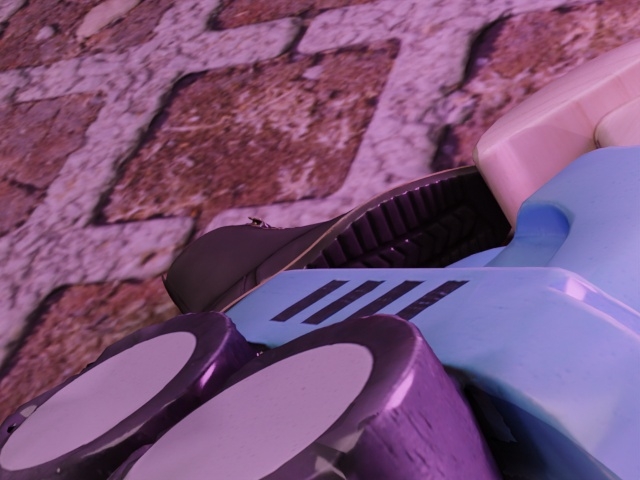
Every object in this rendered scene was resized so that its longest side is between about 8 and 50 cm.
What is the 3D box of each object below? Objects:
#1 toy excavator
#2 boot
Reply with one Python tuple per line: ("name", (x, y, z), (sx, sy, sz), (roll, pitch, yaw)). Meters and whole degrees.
("toy excavator", (0.104, 0.050, 0.613), (0.445, 0.222, 0.433), (-35, 13, -20))
("boot", (0.000, 0.000, 0.889), (0.198, 0.077, 0.137), (-29, 28, -8))
